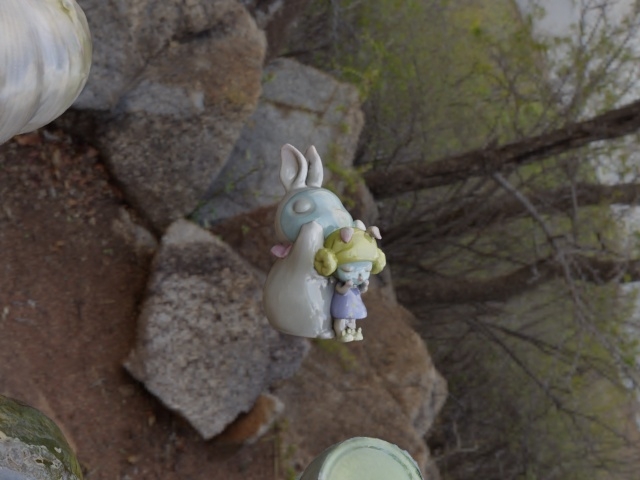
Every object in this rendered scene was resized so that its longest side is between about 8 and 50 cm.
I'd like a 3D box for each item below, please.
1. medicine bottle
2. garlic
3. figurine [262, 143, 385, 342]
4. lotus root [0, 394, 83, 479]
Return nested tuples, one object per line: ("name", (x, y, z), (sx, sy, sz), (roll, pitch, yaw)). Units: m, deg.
("medicine bottle", (0.037, 0.316, 1.043), (0.147, 0.143, 0.147), (10, 59, -17))
("garlic", (-0.271, -0.145, 0.588), (0.228, 0.152, 0.227), (23, 36, -18))
("figurine", (0.000, 0.000, 1.125), (0.127, 0.155, 0.235), (-1, 100, -33))
("lotus root", (-0.305, 0.186, 0.662), (0.152, 0.160, 0.275), (54, 15, 17))
